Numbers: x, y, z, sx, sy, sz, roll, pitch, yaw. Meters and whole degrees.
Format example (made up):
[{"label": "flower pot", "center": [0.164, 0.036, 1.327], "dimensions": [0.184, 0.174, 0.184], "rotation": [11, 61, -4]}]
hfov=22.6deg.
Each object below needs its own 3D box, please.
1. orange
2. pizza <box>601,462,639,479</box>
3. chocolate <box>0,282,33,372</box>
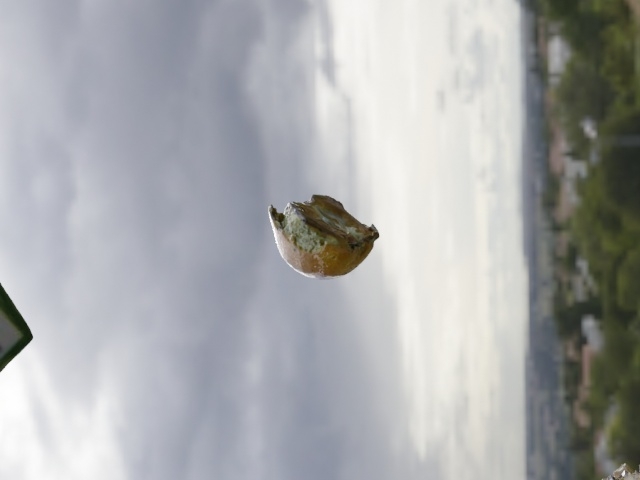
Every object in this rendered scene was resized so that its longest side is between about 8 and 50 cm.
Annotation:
[{"label": "orange", "center": [0.000, 0.000, 2.321], "dimensions": [0.160, 0.169, 0.112], "rotation": [-102, 24, -65]}, {"label": "pizza", "center": [0.353, 0.299, 1.496], "dimensions": [0.406, 0.130, 0.440], "rotation": [21, 119, 61]}, {"label": "chocolate", "center": [-0.561, 0.206, 2.073], "dimensions": [0.360, 0.161, 0.341], "rotation": [-48, 7, -32]}]
